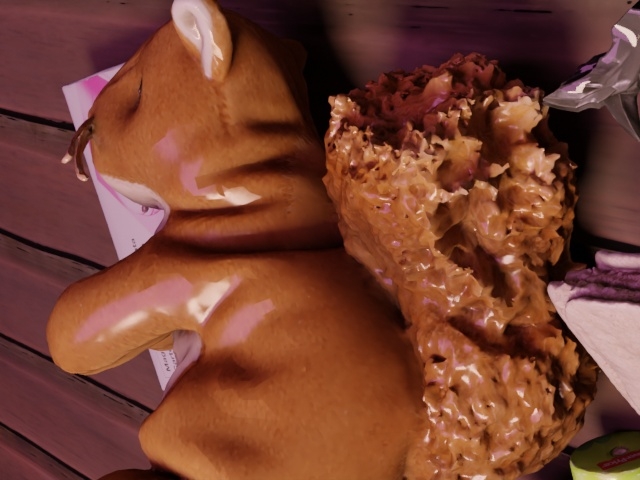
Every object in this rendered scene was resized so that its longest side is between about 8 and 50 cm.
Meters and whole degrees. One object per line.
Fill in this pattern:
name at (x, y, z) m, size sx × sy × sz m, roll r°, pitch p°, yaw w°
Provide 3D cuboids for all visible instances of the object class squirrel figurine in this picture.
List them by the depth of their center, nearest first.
squirrel figurine at (0.000, 0.000, 0.784) m, size 0.397 × 0.281 × 0.370 m, roll -14°, pitch 78°, yaw 25°

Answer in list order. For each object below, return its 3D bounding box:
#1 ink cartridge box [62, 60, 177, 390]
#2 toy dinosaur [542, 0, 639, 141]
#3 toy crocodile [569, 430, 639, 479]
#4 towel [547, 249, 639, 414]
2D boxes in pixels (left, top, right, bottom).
ink cartridge box at (-0.141, -0.011, 1.058) m, size 0.330 × 0.071 × 0.324 m, roll -8°, pitch 102°, yaw 49°
toy dinosaur at (0.253, -0.060, 0.543) m, size 0.218 × 0.164 × 0.322 m, roll 45°, pitch 124°, yaw 5°
toy crocodile at (0.243, 0.199, 0.681) m, size 0.340 × 0.105 × 0.115 m, roll 0°, pitch 108°, yaw 49°
towel at (0.252, 0.082, 0.528) m, size 0.187 × 0.049 × 0.282 m, roll 47°, pitch 161°, yaw -28°
